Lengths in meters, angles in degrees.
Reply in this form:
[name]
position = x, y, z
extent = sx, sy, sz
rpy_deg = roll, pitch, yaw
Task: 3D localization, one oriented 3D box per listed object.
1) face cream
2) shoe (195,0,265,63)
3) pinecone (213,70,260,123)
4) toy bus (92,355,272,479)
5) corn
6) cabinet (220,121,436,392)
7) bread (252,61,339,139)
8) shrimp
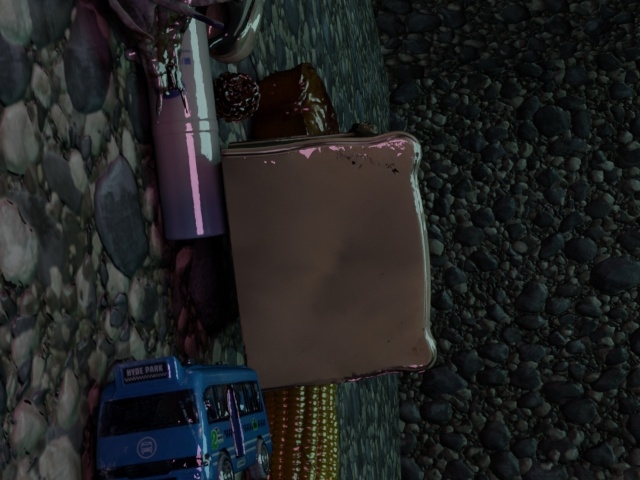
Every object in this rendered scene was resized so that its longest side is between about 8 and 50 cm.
[face cream]
position = -0.157, -0.128, 0.964
extent = 0.077, 0.077, 0.250
rpy_deg = -29, 113, -78
[shoe]
position = -0.124, -0.343, 1.113
extent = 0.112, 0.099, 0.227
rpy_deg = -41, 149, -60
[pinecone]
position = -0.120, -0.208, 1.199
extent = 0.083, 0.077, 0.077
rpy_deg = 7, -74, 60
[toy bus]
position = -0.131, 0.189, 0.840
extent = 0.246, 0.114, 0.134
rpy_deg = 40, 41, -77
[corn]
position = -0.037, 0.246, 1.263
extent = 0.131, 0.131, 0.344
rpy_deg = 64, 23, -61
[cabinet]
position = 0.000, 0.000, 1.100
extent = 0.318, 0.228, 0.289
rpy_deg = -116, -160, -78
[bread]
position = -0.035, -0.199, 1.472
extent = 0.246, 0.135, 0.232
rpy_deg = 55, 31, -67
[shrimp]
position = -0.174, -0.334, 0.828
extent = 0.221, 0.166, 0.410
rpy_deg = -17, 88, -46
